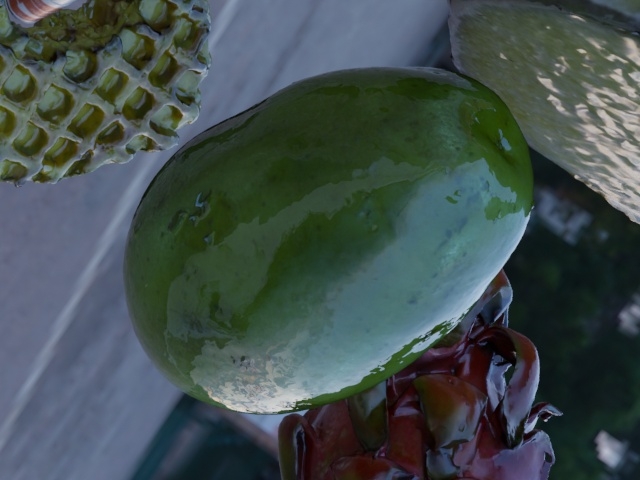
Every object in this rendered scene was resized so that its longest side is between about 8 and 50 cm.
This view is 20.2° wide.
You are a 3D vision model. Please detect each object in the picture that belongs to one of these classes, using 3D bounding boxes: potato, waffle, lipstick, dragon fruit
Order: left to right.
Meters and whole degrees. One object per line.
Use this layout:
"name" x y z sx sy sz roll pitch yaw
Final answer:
"waffle" -0.271 -0.198 1.898 0.324 0.151 0.261 -15 121 -24
"lipstick" -0.200 -0.206 1.414 0.131 0.038 0.038 -16 -148 50
"potato" 0.002 0.000 1.186 0.304 0.215 0.216 -24 -166 27
"dragon fruit" 0.086 0.174 1.400 0.307 0.228 0.243 -57 -139 20
"potato" 0.340 -0.186 1.430 0.319 0.385 0.442 -56 152 -12
